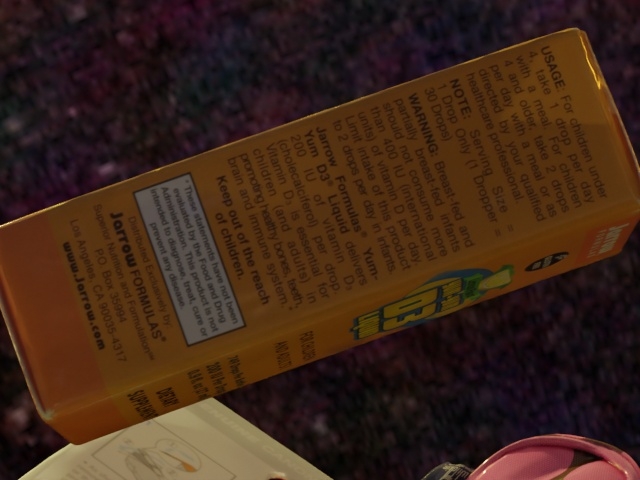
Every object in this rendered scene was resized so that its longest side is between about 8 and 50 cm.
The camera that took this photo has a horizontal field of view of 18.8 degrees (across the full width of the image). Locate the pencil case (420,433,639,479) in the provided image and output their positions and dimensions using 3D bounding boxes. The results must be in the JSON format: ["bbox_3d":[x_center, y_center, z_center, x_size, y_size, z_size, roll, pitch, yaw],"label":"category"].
[{"bbox_3d":[0.116,0.175,0.831,0.098,0.209,0.095,-43,40,-16],"label":"pencil case"}]

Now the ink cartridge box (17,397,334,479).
[{"bbox_3d":[-0.050,0.239,0.994,0.308,0.091,0.385,34,23,9],"label":"ink cartridge box"}]

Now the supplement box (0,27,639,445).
[{"bbox_3d":[0.000,0.000,0.721,0.233,0.078,0.080,-21,77,-3],"label":"supplement box"}]
